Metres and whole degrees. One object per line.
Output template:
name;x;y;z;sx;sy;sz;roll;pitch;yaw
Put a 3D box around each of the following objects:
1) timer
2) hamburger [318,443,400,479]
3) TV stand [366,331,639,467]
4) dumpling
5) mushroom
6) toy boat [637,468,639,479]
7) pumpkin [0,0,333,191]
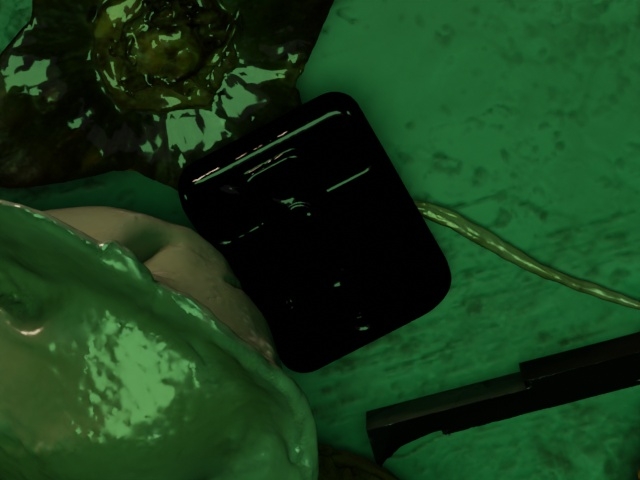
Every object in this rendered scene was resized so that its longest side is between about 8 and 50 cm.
timer;0.000;0.000;1.328;0.144;0.055;0.187;-28;119;6
hamburger;-0.013;0.299;1.344;0.318;0.195;0.276;31;102;-10
TV stand;0.161;0.114;1.374;0.257;0.049;0.040;-15;102;4
dumpling;-0.159;0.078;1.255;0.321;0.270;0.211;0;90;3
mushroom;0.138;0.006;1.368;0.286;0.026;0.028;18;86;0
toy boat;0.288;0.287;1.383;0.141;0.099;0.317;-12;104;8
pumpkin;-0.122;-0.144;1.307;0.258;0.095;0.290;13;111;-13
